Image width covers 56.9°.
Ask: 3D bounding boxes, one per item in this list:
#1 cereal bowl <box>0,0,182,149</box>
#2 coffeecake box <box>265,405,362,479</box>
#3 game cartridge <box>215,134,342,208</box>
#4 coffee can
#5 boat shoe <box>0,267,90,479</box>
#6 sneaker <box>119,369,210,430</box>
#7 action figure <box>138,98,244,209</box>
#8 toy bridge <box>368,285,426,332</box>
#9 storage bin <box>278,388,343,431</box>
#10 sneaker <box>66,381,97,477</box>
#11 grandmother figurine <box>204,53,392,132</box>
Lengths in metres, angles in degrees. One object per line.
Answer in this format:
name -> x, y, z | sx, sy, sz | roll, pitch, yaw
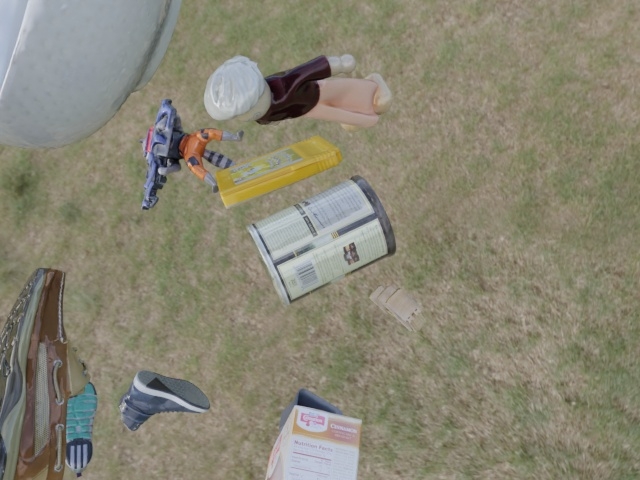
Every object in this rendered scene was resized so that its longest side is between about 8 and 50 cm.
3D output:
cereal bowl -> -0.233, -0.249, 0.591 | 0.339, 0.141, 0.339 | -19, 65, 50
coffeecake box -> -0.020, 0.267, 0.529 | 0.068, 0.142, 0.186 | 14, 50, -5
game cartridge -> -0.120, -0.195, 1.587 | 0.323, 0.053, 0.285 | -23, 21, -5
coffee can -> 0.000, 0.000, 1.316 | 0.275, 0.201, 0.202 | -25, 58, -9
boat shoe -> -0.410, 0.206, 0.871 | 0.122, 0.119, 0.324 | -20, 61, 48
sneaker -> -0.429, 0.451, 1.597 | 0.163, 0.226, 0.086 | -53, 26, 18
action figure -> -0.422, -0.238, 1.821 | 0.330, 0.178, 0.341 | 21, 96, 21
toy bridge -> 0.099, 0.085, 0.729 | 0.063, 0.188, 0.026 | 43, 86, 2
storage bin -> -0.027, 0.415, 1.366 | 0.091, 0.135, 0.098 | -43, 22, 31
sneaker -> -0.601, 0.464, 1.462 | 0.083, 0.098, 0.224 | 5, 49, -20
grandmother figurine -> -0.029, -0.222, 0.912 | 0.208, 0.342, 0.104 | -39, 72, 41
